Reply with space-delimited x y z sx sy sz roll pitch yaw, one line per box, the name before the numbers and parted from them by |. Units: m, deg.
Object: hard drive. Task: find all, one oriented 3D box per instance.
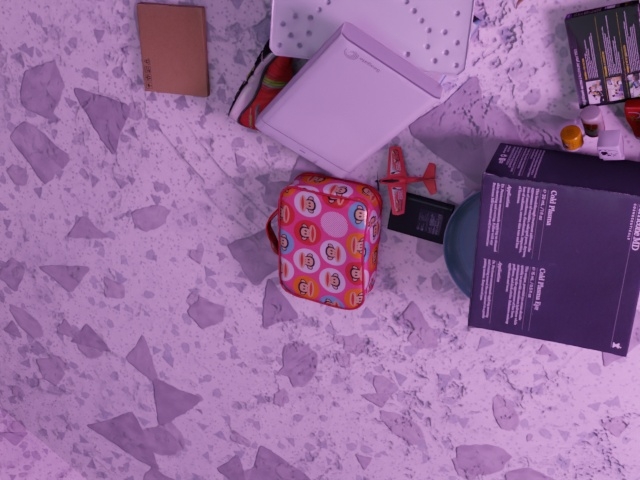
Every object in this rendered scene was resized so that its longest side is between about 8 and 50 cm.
hard drive | 0.047 -0.267 1.785 0.233 0.047 0.353 30 144 -18
hard drive | 0.218 -0.051 1.942 0.135 0.022 0.094 16 120 14

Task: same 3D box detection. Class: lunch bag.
lunch bag | 0.000 0.000 1.999 0.258 0.120 0.293 13 119 17

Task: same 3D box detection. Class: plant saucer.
plant saucer | 0.421 0.019 1.884 0.317 0.044 0.318 9 118 19

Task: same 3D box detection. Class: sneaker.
sneaker | -0.090 -0.347 1.894 0.118 0.107 0.279 28 127 -15

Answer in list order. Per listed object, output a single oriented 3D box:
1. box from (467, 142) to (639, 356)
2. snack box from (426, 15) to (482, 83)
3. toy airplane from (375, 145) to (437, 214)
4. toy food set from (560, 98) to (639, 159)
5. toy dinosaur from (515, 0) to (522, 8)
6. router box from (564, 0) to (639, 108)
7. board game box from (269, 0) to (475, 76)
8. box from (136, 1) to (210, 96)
box | 0.471 0.015 1.731 0.312 0.179 0.343 11 119 18
snack box | 0.133 -0.442 1.760 0.322 0.060 0.187 35 120 3
toy airplane | 0.189 -0.132 1.905 0.151 0.028 0.151 3 97 23
toy food set | 0.577 -0.189 1.661 0.232 0.111 0.104 0 148 28
toy dinosaur | 0.425 -0.490 1.624 0.183 0.053 0.093 -19 108 29
router box | 0.538 -0.345 1.653 0.133 0.046 0.179 -6 112 25
board game box | 0.106 -0.528 1.670 0.390 0.050 0.390 9 109 13
box | -0.327 -0.425 1.980 0.164 0.021 0.201 9 117 18
